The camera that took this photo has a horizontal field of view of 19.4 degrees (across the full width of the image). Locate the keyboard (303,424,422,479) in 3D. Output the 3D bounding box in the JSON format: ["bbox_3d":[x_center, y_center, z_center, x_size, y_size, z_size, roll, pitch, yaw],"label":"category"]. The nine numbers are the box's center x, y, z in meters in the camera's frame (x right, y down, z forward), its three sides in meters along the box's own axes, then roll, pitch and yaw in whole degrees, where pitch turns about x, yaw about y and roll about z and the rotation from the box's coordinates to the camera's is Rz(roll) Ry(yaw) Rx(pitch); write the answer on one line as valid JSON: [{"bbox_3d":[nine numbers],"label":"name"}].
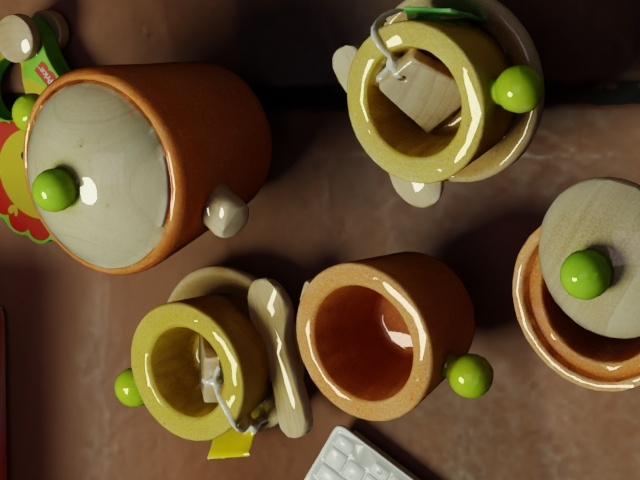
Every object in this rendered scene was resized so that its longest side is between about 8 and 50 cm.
[{"bbox_3d":[0.093,0.189,0.887,0.256,0.014,0.072,36,110,15],"label":"keyboard"}]

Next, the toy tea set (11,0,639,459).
[{"bbox_3d":[0.000,0.000,0.802,0.336,0.124,0.200,-11,97,38],"label":"toy tea set"}]

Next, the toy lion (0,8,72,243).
[{"bbox_3d":[-0.143,-0.052,0.950,0.100,0.034,0.096,51,121,10],"label":"toy lion"}]

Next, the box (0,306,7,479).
[{"bbox_3d":[-0.258,0.185,0.967,0.142,0.154,0.300,4,98,23],"label":"box"}]
